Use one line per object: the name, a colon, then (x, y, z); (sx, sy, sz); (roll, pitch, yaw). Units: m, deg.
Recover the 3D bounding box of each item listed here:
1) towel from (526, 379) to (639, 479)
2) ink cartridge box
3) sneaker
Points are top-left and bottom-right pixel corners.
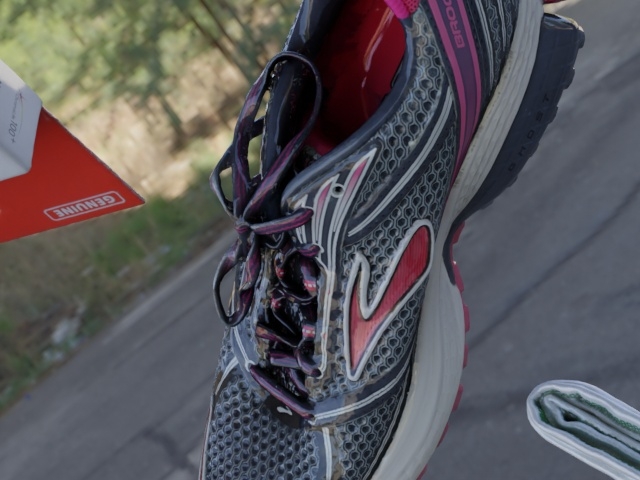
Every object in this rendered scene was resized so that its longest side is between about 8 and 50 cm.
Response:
towel: (0.137, 0.083, 0.424); (0.113, 0.152, 0.023); (29, 90, 40)
ink cartridge box: (-0.286, -0.033, 0.878); (0.275, 0.239, 0.060); (-14, 52, 24)
sneaker: (0.000, 0.000, 0.595); (0.121, 0.299, 0.112); (28, 19, 36)
